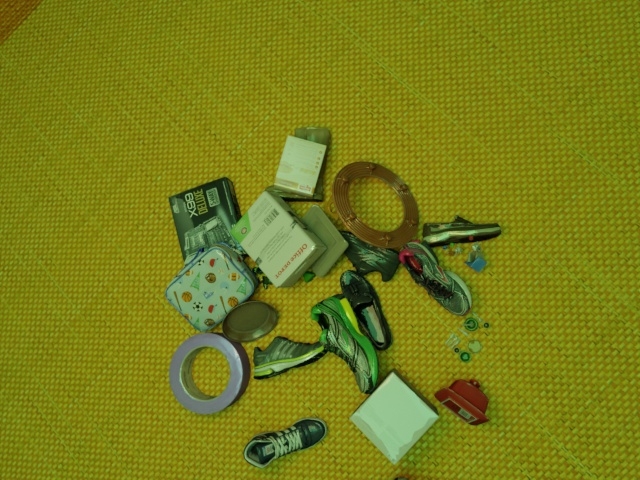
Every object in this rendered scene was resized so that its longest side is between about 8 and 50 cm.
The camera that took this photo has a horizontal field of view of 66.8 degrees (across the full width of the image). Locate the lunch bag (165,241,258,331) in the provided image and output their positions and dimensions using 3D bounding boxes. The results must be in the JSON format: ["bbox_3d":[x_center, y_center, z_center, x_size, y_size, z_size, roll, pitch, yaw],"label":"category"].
[{"bbox_3d":[-0.383,0.155,1.716,0.303,0.115,0.243,-40,96,11],"label":"lunch bag"}]

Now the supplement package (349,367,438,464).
[{"bbox_3d":[0.237,0.555,1.558,0.194,0.149,0.203,43,91,14],"label":"supplement package"}]

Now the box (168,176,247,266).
[{"bbox_3d":[-0.414,-0.054,1.816,0.242,0.076,0.308,-18,79,7],"label":"box"}]

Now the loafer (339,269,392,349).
[{"bbox_3d":[0.156,0.231,1.652,0.109,0.095,0.303,-29,77,5],"label":"loafer"}]

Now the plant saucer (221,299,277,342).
[{"bbox_3d":[-0.249,0.276,1.698,0.198,0.199,0.036,-32,41,4],"label":"plant saucer"}]

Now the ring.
[{"bbox_3d":[0.194,-0.130,1.629,0.336,0.032,0.337,13,58,-21],"label":"ring"}]

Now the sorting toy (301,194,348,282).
[{"bbox_3d":[0.000,0.000,1.686,0.196,0.047,0.348,51,124,22],"label":"sorting toy"}]

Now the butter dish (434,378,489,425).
[{"bbox_3d":[0.466,0.495,1.541,0.159,0.160,0.118,36,66,14],"label":"butter dish"}]

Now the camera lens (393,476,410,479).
[{"bbox_3d":[0.307,0.869,1.460,0.274,0.219,0.220,22,86,13],"label":"camera lens"}]

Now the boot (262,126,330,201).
[{"bbox_3d":[-0.088,-0.279,1.788,0.235,0.089,0.270,3,83,-2],"label":"boot"}]

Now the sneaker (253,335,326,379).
[{"bbox_3d":[-0.105,0.380,1.677,0.299,0.111,0.121,-20,71,3],"label":"sneaker"}]

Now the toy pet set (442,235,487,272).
[{"bbox_3d":[0.485,0.056,1.613,0.114,0.122,0.065,33,55,-23],"label":"toy pet set"}]

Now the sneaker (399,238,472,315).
[{"bbox_3d":[0.369,0.135,1.598,0.299,0.112,0.121,47,123,11],"label":"sneaker"}]

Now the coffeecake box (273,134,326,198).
[{"bbox_3d":[-0.072,-0.257,1.707,0.142,0.068,0.186,16,81,0],"label":"coffeecake box"}]

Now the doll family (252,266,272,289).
[{"bbox_3d":[-0.199,0.077,1.761,0.111,0.076,0.193,-1,76,15],"label":"doll family"}]

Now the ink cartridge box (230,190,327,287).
[{"bbox_3d":[-0.144,-0.001,1.651,0.198,0.114,0.273,-47,70,12],"label":"ink cartridge box"}]

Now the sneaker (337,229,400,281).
[{"bbox_3d":[0.137,0.051,1.685,0.286,0.109,0.130,24,96,18],"label":"sneaker"}]

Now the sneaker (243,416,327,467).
[{"bbox_3d":[-0.120,0.670,1.607,0.282,0.153,0.099,-18,79,8],"label":"sneaker"}]

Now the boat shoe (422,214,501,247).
[{"bbox_3d":[0.472,-0.043,1.638,0.257,0.095,0.095,-8,74,10],"label":"boat shoe"}]

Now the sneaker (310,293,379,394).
[{"bbox_3d":[0.074,0.349,1.594,0.146,0.134,0.344,-16,61,-27],"label":"sneaker"}]

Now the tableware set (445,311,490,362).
[{"bbox_3d":[0.497,0.323,1.609,0.104,0.024,0.154,43,91,14],"label":"tableware set"}]

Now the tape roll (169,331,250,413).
[{"bbox_3d":[-0.392,0.467,1.726,0.274,0.090,0.275,-1,82,10],"label":"tape roll"}]
